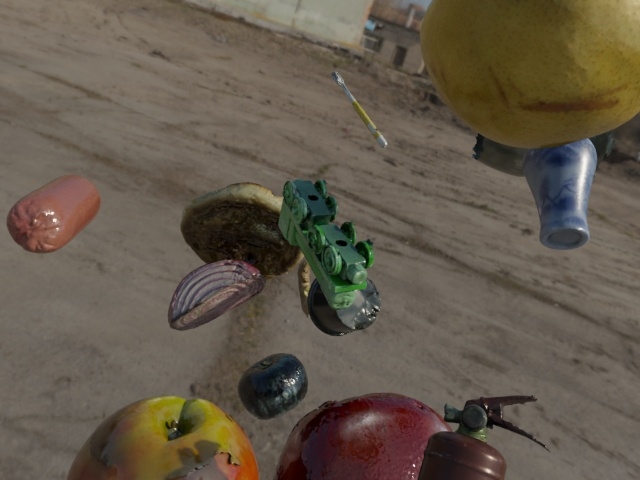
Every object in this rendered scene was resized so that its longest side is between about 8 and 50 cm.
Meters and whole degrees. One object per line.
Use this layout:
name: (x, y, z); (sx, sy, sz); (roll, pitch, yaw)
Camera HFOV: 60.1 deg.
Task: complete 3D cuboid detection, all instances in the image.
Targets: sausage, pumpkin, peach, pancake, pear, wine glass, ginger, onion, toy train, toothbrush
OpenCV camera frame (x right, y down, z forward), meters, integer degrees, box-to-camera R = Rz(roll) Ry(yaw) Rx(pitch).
sausage: (-0.281, -0.031, 0.591); (0.062, 0.062, 0.154); (15, 15, -11)
pumpkin: (-0.150, 0.458, 1.756); (0.232, 0.163, 0.233); (-25, 12, 5)
peach: (0.086, 0.508, 1.163); (0.416, 0.339, 0.353); (-24, 59, -40)
pancake: (-0.198, -0.012, 1.465); (0.355, 0.356, 0.065); (16, 45, -8)
peach: (-0.281, 0.475, 1.009); (0.369, 0.370, 0.370); (17, 21, -7)
pear: (0.287, -0.267, 0.711); (0.314, 0.315, 0.314); (17, 21, -7)
wine glass: (0.585, -0.277, 1.482); (0.322, 0.238, 0.238); (11, 20, 7)
ginger: (-0.043, 0.144, 1.653); (0.051, 0.174, 0.069); (-10, 0, -18)
onion: (-0.264, 0.121, 1.364); (0.111, 0.250, 0.247); (59, -6, 12)
toy train: (0.000, 0.000, 0.875); (0.084, 0.119, 0.251); (-5, 41, -24)
toothbrush: (0.100, -0.353, 1.472); (0.024, 0.021, 0.288); (14, 40, -55)

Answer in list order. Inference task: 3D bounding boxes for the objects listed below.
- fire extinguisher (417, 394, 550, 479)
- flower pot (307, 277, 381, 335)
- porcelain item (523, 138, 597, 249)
fire extinguisher: (0.185, 0.342, 0.687); (0.147, 0.337, 0.106); (16, -20, 18)
flower pot: (0.061, 0.138, 1.228); (0.157, 0.158, 0.106); (10, -7, -24)
porcelain item: (0.477, -0.113, 1.099); (0.141, 0.141, 0.259); (14, 64, -13)
